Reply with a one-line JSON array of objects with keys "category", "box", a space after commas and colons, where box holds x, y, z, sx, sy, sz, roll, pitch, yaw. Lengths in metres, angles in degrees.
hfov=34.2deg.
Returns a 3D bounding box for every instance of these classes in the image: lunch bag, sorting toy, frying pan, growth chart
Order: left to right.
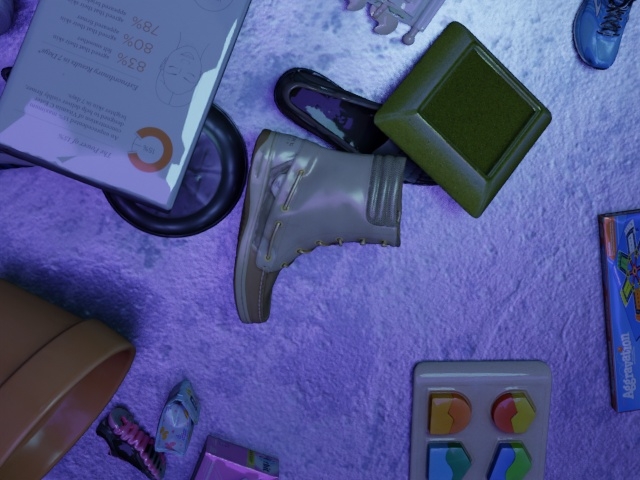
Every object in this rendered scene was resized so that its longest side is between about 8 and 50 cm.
[{"category": "frying pan", "box": [-0.231, -0.144, 1.332, 0.197, 0.053, 0.326, -38, 105, 5]}, {"category": "lunch bag", "box": [-0.190, 0.238, 1.404, 0.053, 0.071, 0.083, 11, 101, -4]}, {"category": "growth chart", "box": [0.073, -0.365, 1.279, 0.237, 0.021, 0.172, 38, 107, -20]}, {"category": "sorting toy", "box": [0.223, 0.272, 1.449, 0.193, 0.038, 0.208, 0, 102, -3]}]

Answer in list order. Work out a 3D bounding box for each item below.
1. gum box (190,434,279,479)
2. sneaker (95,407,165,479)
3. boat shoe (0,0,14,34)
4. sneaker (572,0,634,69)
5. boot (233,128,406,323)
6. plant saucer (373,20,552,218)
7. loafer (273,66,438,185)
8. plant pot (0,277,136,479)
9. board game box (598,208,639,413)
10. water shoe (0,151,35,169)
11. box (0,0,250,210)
[{"category": "gum box", "box": [-0.140, 0.380, 1.443, 0.107, 0.062, 0.188, 21, 101, -7]}, {"category": "sneaker", "box": [-0.262, 0.287, 1.431, 0.057, 0.047, 0.119, -34, 99, 22]}, {"category": "boat shoe", "box": [-0.541, -0.282, 1.258, 0.335, 0.121, 0.119, -9, 62, -9]}, {"category": "sneaker", "box": [0.362, -0.296, 1.310, 0.063, 0.073, 0.162, 4, 102, -4]}, {"category": "boot", "box": [0.000, 0.000, 1.331, 0.203, 0.095, 0.262, 10, 107, 2]}, {"category": "plant saucer", "box": [0.192, -0.158, 1.308, 0.188, 0.045, 0.188, 42, 71, -11]}, {"category": "loafer", "box": [0.063, -0.135, 1.326, 0.267, 0.084, 0.096, 24, 101, -8]}, {"category": "plant pot", "box": [-0.402, 0.180, 1.293, 0.203, 0.291, 0.291, 39, 98, 7]}, {"category": "board game box", "box": [0.463, 0.093, 1.426, 0.145, 0.027, 0.281, -8, 103, -2]}, {"category": "water shoe", "box": [-0.392, -0.125, 1.312, 0.203, 0.080, 0.073, -4, 90, -6]}, {"category": "box", "box": [-0.214, -0.228, 1.211, 0.215, 0.168, 0.345, 21, 86, -7]}]
